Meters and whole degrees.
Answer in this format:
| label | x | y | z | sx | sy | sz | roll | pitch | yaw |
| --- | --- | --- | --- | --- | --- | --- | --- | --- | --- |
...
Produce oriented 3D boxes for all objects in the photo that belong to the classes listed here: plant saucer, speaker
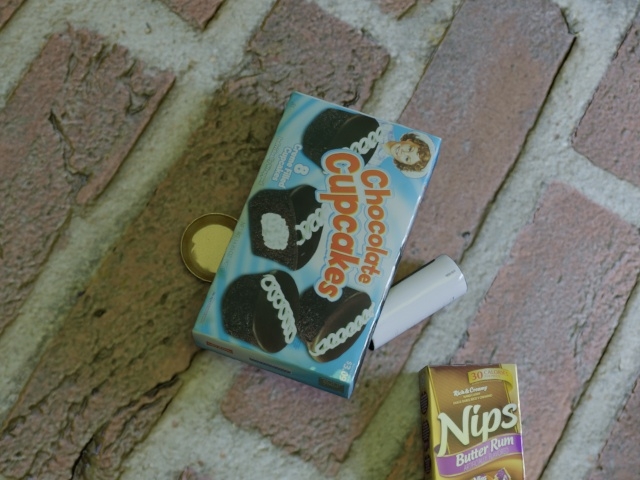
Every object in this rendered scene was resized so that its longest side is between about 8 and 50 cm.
| label | x | y | z | sx | sy | sz | roll | pitch | yaw |
| --- | --- | --- | --- | --- | --- | --- | --- | --- | --- |
| plant saucer | -0.121 | 0.010 | 1.727 | 0.083 | 0.015 | 0.083 | 2 | 76 | -9 |
| speaker | 0.101 | 0.072 | 1.728 | 0.136 | 0.055 | 0.055 | -31 | 83 | -14 |

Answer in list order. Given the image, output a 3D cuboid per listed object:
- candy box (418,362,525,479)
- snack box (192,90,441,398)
| label | x | y | z | sx | sy | sz | roll | pitch | yaw |
| --- | --- | --- | --- | --- | --- | --- | --- | --- | --- |
| candy box | 0.173 | 0.236 | 1.702 | 0.109 | 0.053 | 0.187 | -1 | 75 | -9 |
| snack box | 0.000 | 0.000 | 1.694 | 0.187 | 0.060 | 0.322 | 18 | 67 | 7 |
